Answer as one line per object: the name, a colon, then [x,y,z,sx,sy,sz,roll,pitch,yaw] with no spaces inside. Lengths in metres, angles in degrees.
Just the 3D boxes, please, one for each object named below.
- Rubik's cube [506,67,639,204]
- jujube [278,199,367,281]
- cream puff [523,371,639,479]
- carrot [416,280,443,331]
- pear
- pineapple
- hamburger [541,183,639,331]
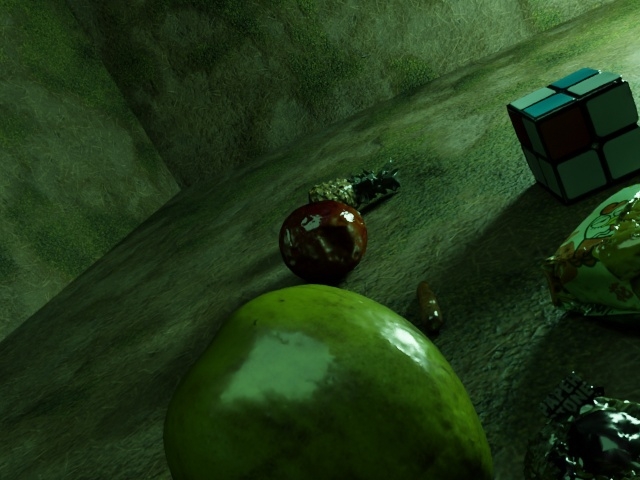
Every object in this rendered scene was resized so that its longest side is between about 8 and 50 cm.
Rubik's cube: [0.474,-0.198,1.059,0.167,0.180,0.183,-26,21,10]
jujube: [0.000,0.000,1.251,0.190,0.189,0.255,-30,2,-6]
cream puff: [0.218,0.191,0.428,0.184,0.168,0.183,-26,19,10]
carrot: [0.175,0.101,0.929,0.036,0.035,0.165,-24,17,13]
pear: [0.014,0.195,0.573,0.375,0.287,0.287,15,45,44]
pineapple: [0.095,-0.126,1.505,0.248,0.128,0.128,-24,19,-4]
hamburger: [0.409,0.006,0.699,0.214,0.125,0.235,-45,9,-16]
